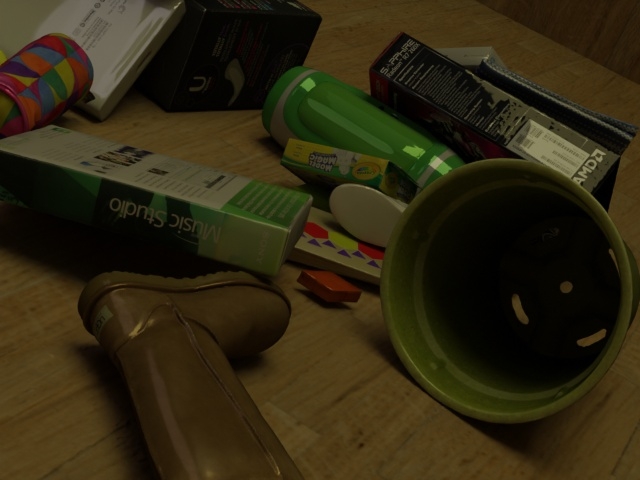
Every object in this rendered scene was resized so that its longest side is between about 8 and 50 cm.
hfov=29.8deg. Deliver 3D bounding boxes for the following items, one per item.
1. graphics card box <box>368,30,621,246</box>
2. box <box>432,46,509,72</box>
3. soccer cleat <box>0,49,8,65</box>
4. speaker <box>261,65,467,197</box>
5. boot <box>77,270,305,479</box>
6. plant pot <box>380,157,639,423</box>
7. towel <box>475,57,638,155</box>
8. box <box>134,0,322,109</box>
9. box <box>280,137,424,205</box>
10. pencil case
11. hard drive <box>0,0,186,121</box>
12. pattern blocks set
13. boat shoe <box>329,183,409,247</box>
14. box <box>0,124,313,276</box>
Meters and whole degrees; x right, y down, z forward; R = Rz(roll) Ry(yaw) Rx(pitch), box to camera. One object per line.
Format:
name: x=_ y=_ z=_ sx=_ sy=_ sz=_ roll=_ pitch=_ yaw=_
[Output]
graphics card box: x=0.239 y=-0.121 z=1.724 sx=0.371 sy=0.233 sz=0.094 roll=33 pitch=68 yaw=20
box: x=0.233 y=-0.219 z=1.806 sx=0.145 sy=0.038 sz=0.186 roll=6 pitch=-26 yaw=42
soccer cleat: x=-0.515 y=-0.282 z=1.483 sx=0.289 sy=0.121 sz=0.093 roll=25 pitch=23 yaw=2
speaker: x=0.062 y=-0.132 z=1.700 sx=0.296 sy=0.131 sz=0.131 roll=34 pitch=26 yaw=22
boot: x=-0.078 y=0.142 z=1.065 sx=0.236 sy=0.089 sz=0.269 roll=2 pitch=35 yaw=-35
plant pot: x=0.244 y=0.055 z=1.360 sx=0.276 sy=0.276 sz=0.254 roll=35 pitch=14 yaw=24
towel: x=0.313 y=-0.145 z=1.805 sx=0.243 sy=0.040 sz=0.336 roll=26 pitch=-20 yaw=3
box: x=-0.153 y=-0.300 z=1.800 sx=0.143 sy=0.165 sz=0.270 roll=37 pitch=27 yaw=27
box: x=0.048 y=-0.083 z=1.578 sx=0.179 sy=0.043 sz=0.105 roll=13 pitch=-11 yaw=31
pencil case: x=-0.350 y=-0.174 z=1.440 sx=0.104 sy=0.104 sz=0.236 roll=24 pitch=24 yaw=1
hard drive: x=-0.367 y=-0.313 z=1.633 sx=0.307 sy=0.203 sz=0.040 roll=29 pitch=-21 yaw=12
pattern blocks set: x=0.000 y=0.000 z=1.489 sx=0.324 sy=0.026 sz=0.285 roll=23 pitch=24 yaw=-2
boat shoe: x=0.096 y=-0.024 z=1.523 sx=0.184 sy=0.066 sz=0.063 roll=18 pitch=8 yaw=-7
box: x=-0.178 y=-0.049 z=1.279 sx=0.321 sy=0.059 sz=0.232 roll=14 pitch=11 yaw=3
